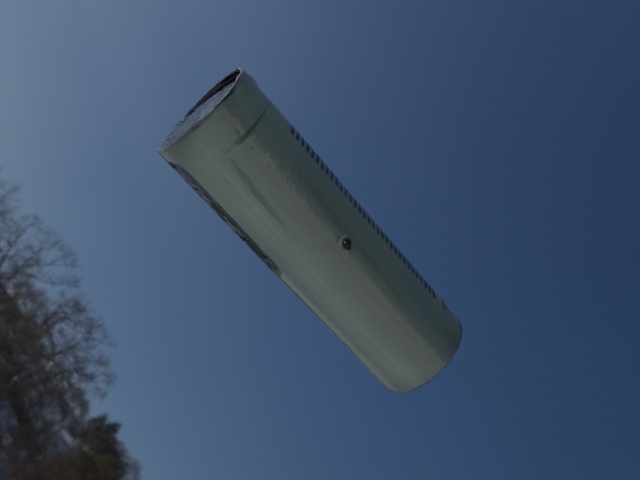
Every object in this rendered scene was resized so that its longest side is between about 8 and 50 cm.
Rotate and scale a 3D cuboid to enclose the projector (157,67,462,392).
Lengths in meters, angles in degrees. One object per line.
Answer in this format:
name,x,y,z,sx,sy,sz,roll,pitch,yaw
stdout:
projector,0.000,0.000,0.712,0.337,0.108,0.108,48,-27,-21
